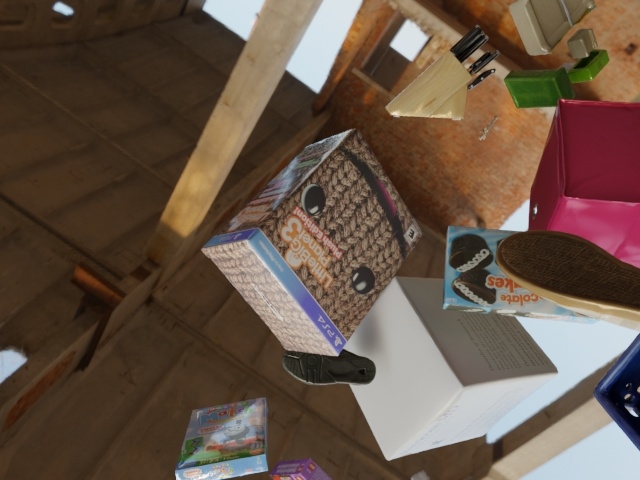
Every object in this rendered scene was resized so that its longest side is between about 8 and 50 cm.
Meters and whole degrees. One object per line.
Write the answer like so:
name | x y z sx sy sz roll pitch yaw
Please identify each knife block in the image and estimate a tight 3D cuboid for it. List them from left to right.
knife block | 0.315 -0.441 1.318 0.275 0.242 0.088 4 -167 4

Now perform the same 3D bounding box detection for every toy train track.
toy train track | 0.426 -0.290 1.290 0.014 0.048 0.083 33 -108 25

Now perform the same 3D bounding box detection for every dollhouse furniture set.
dollhouse furniture set | 0.536 -0.499 1.214 0.301 0.197 0.151 51 168 -29

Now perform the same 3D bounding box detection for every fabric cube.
fabric cube | 0.556 -0.084 0.963 0.258 0.258 0.254 7 -123 14

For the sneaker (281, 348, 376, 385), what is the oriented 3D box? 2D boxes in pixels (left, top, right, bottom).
sneaker | 0.008 0.302 1.229 0.227 0.130 0.087 9 -99 -17

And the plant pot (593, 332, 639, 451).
plant pot | 0.649 0.269 0.821 0.212 0.236 0.236 20 -159 -20

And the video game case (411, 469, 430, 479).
video game case | 0.211 0.470 0.749 0.204 0.025 0.285 60 178 38

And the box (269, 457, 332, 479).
box | 0.005 0.763 1.478 0.293 0.201 0.057 47 -130 -5

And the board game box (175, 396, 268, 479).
board game box | -0.183 0.385 0.985 0.160 0.039 0.211 -9 -170 -5

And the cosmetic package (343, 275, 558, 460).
cosmetic package | 0.321 0.324 1.346 0.393 0.329 0.327 5 -139 -36

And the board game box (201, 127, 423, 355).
board game box | 0.000 0.000 0.837 0.232 0.141 0.291 53 -124 -21

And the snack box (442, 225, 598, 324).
snack box | 0.440 0.074 1.119 0.321 0.060 0.187 4 -109 9

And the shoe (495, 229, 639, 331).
shoe | 0.272 0.050 0.481 0.219 0.077 0.058 22 154 40
